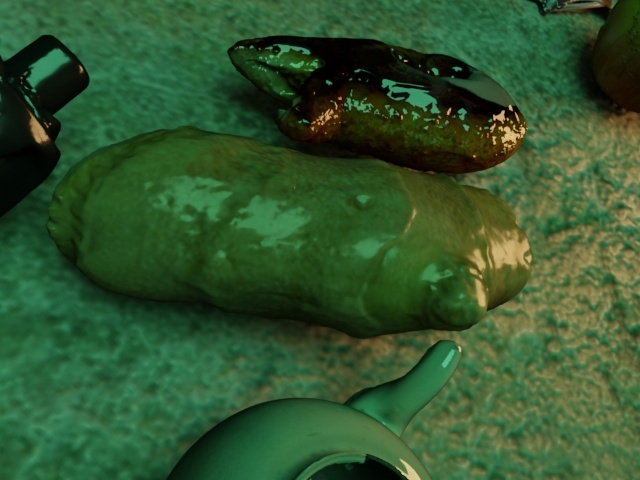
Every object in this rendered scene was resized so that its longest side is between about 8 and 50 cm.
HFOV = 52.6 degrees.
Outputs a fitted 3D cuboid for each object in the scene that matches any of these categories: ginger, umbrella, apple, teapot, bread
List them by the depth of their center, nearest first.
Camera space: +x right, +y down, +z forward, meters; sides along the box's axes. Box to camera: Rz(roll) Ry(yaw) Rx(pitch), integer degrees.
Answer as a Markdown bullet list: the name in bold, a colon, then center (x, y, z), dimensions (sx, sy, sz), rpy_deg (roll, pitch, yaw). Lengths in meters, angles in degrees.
- **umbrella**: center (-0.242, -0.020, 0.360), dimensions (0.110, 0.122, 0.272), rpy_deg (33, 67, 14)
- **teapot**: center (-0.005, 0.188, 0.377), dimensions (0.193, 0.129, 0.294), rpy_deg (40, 50, -6)
- **ginger**: center (0.000, 0.000, 0.454), dimensions (0.354, 0.126, 0.190), rpy_deg (6, 27, -17)
- **bread**: center (0.056, -0.110, 0.541), dimensions (0.269, 0.095, 0.139), rpy_deg (-5, 41, -29)
- **apple**: center (0.376, -0.208, 0.724), dimensions (0.147, 0.146, 0.146), rpy_deg (9, 67, -22)

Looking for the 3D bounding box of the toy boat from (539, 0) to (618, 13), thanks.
- **toy boat**: center (0.386, -0.346, 0.825), dimensions (0.319, 0.072, 0.218), rpy_deg (9, 70, -12)
